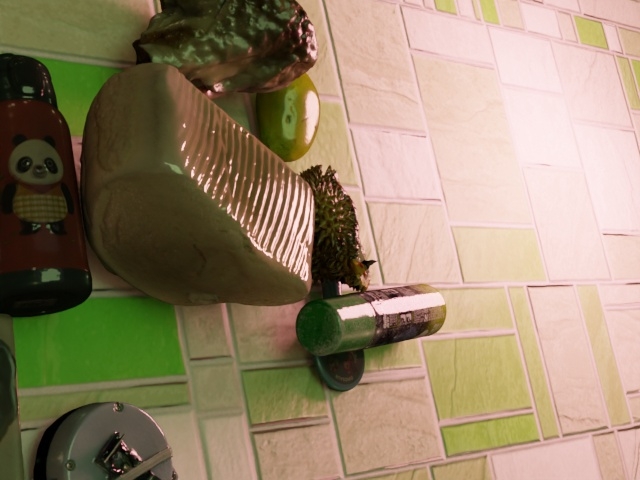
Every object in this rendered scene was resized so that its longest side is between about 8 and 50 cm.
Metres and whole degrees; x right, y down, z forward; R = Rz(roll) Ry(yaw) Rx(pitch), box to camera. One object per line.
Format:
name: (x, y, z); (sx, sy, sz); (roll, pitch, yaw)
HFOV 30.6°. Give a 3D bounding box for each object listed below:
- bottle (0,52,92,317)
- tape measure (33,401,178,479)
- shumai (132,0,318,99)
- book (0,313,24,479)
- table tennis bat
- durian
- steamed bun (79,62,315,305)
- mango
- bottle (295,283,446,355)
bottle: (-0.389, -0.077, 1.513); (0.144, 0.144, 0.336); (4, 68, -44)
tape measure: (-0.273, 0.298, 1.489); (0.181, 0.107, 0.182); (51, 48, -26)
shumai: (-0.144, -0.273, 1.778); (0.272, 0.222, 0.204); (9, 57, 3)
book: (-0.467, 0.264, 1.358); (0.260, 0.043, 0.371); (5, 70, -43)
table tennis bat: (0.024, 0.146, 1.899); (0.124, 0.033, 0.201); (13, 66, -48)
durian: (0.000, 0.000, 1.833); (0.237, 0.137, 0.193); (-115, -174, -58)
steamed bun: (-0.190, -0.049, 1.629); (0.383, 0.236, 0.247); (40, 37, -43)
mango: (-0.053, -0.209, 1.940); (0.117, 0.089, 0.163); (8, 79, -51)
bottle: (0.087, 0.125, 1.885); (0.330, 0.093, 0.093); (-3, 75, -55)
